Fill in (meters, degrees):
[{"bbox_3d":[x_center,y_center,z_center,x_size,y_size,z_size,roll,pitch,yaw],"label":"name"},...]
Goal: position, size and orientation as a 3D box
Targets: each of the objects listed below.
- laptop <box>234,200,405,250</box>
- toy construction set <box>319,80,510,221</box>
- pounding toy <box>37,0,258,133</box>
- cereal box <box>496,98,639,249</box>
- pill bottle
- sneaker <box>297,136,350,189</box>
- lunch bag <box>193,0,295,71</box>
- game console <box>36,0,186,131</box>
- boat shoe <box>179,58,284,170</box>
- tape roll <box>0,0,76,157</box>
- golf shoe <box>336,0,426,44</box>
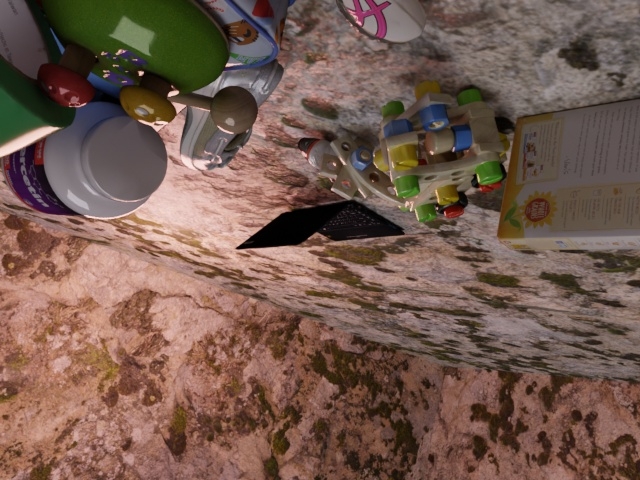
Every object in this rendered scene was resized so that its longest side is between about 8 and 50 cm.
[{"bbox_3d":[0.000,0.000,1.292,0.264,0.136,0.234,27,160,-36],"label":"laptop"},{"bbox_3d":[0.126,-0.101,0.820,0.215,0.151,0.328,-6,179,-19],"label":"toy construction set"},{"bbox_3d":[-0.182,-0.158,0.594,0.183,0.110,0.237,13,167,21],"label":"pounding toy"},{"bbox_3d":[0.333,-0.075,0.687,0.240,0.173,0.047,0,158,43],"label":"cereal box"},{"bbox_3d":[-0.385,-0.128,0.982,0.323,0.181,0.181,5,162,47],"label":"pill bottle"},{"bbox_3d":[0.018,-0.133,1.011,0.065,0.061,0.158,37,180,39],"label":"sneaker"},{"bbox_3d":[-0.183,-0.280,0.573,0.243,0.115,0.303,7,163,33],"label":"lunch bag"},{"bbox_3d":[-0.395,-0.271,0.881,0.386,0.060,0.342,23,161,-26],"label":"game console"},{"bbox_3d":[-0.133,-0.177,0.866,0.103,0.118,0.320,22,156,-8],"label":"boat shoe"},{"bbox_3d":[-0.347,-0.233,0.542,0.077,0.321,0.321,-26,160,-2],"label":"tape roll"},{"bbox_3d":[0.048,-0.246,0.549,0.086,0.067,0.186,2,160,47],"label":"golf shoe"}]
